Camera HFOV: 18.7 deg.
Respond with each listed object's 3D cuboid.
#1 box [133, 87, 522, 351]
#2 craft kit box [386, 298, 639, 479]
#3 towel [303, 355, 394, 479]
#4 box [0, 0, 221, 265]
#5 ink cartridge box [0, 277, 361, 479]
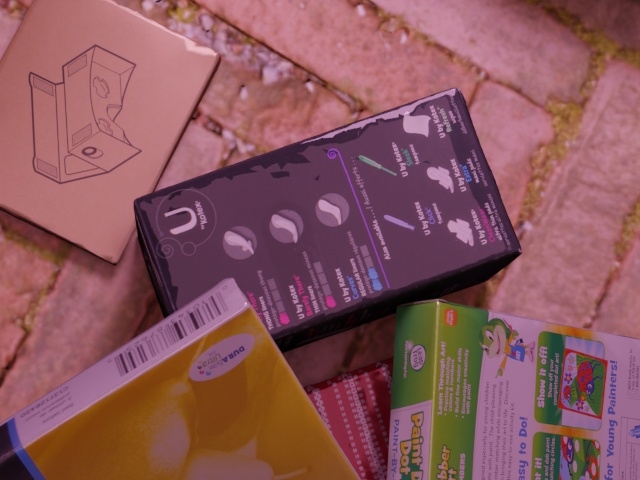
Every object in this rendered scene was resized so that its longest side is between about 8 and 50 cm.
[{"bbox_3d":[0.000,0.000,1.534,0.270,0.165,0.143,-20,83,-7],"label":"box"},{"bbox_3d":[0.161,0.187,1.510,0.246,0.061,0.250,13,76,-38],"label":"craft kit box"},{"bbox_3d":[0.042,0.204,1.571,0.275,0.031,0.199,-19,84,-6],"label":"towel"},{"bbox_3d":[-0.197,-0.103,1.612,0.164,0.021,0.201,26,78,0],"label":"box"},{"bbox_3d":[-0.114,0.230,1.444,0.303,0.072,0.307,-33,113,-3],"label":"ink cartridge box"}]
